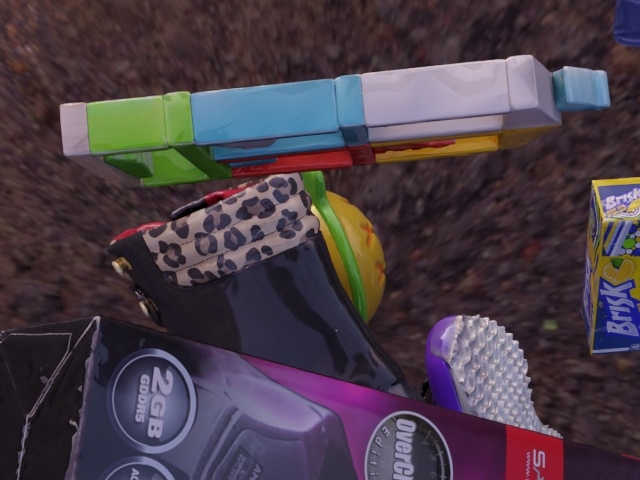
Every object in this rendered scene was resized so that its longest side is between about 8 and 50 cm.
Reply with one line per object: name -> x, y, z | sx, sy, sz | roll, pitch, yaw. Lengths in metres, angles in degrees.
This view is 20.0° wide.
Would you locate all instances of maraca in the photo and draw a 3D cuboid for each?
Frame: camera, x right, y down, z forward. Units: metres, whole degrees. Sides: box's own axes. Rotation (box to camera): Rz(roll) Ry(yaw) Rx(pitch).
maraca -> 0.000, 0.000, 1.637 | 0.099, 0.127, 0.186 | -22, 101, -20

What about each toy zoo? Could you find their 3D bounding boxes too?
toy zoo -> 0.016, -0.065, 1.025 | 0.293, 0.192, 0.030 | -6, 86, 3

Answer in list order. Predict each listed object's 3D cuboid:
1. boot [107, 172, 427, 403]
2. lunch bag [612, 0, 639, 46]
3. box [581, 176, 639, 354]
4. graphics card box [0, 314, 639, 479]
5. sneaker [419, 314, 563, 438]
boot -> -0.092, 0.117, 1.505 | 0.377, 0.138, 0.284 | -20, 97, 39
lunch bag -> 0.234, -0.172, 1.214 | 0.067, 0.098, 0.065 | 9, 121, 19
box -> 0.263, 0.024, 1.578 | 0.059, 0.169, 0.054 | -4, 45, -1
graphics card box -> 0.007, 0.186, 0.855 | 0.371, 0.094, 0.233 | 18, 73, -35
sneaker -> 0.116, 0.168, 1.595 | 0.146, 0.293, 0.102 | 0, 54, 25
